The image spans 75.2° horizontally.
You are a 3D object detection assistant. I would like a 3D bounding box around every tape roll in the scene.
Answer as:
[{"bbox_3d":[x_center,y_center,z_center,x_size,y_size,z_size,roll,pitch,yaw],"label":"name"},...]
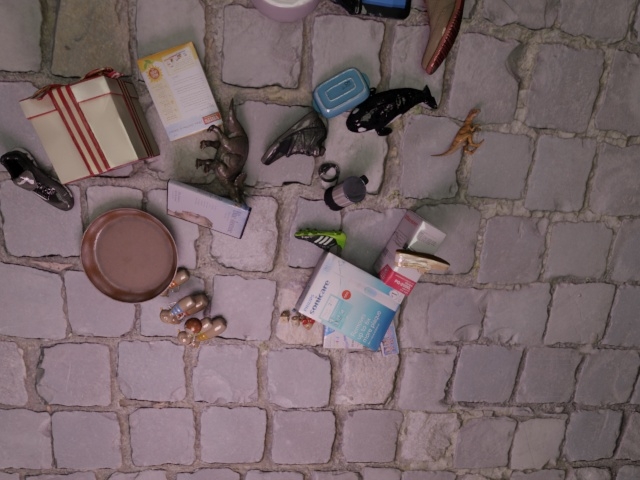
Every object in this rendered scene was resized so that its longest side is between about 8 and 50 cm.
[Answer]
[{"bbox_3d":[-0.095,-0.739,1.119,0.245,0.169,0.247,-1,105,-5],"label":"tape roll"}]

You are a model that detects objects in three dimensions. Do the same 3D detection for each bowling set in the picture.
[{"bbox_3d":[-0.450,0.254,1.353,0.154,0.200,0.287,-32,102,5],"label":"bowling set"}]

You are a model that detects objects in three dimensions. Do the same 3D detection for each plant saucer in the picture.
[{"bbox_3d":[-0.607,0.049,1.337,0.310,0.050,0.311,0,100,-2],"label":"plant saucer"}]

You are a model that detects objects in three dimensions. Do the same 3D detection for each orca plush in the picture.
[{"bbox_3d":[0.223,-0.399,1.279,0.286,0.102,0.151,-6,106,-4],"label":"orca plush"}]

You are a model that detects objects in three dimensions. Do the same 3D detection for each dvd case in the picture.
[{"bbox_3d":[-0.350,-0.091,1.290,0.252,0.022,0.180,19,147,-10],"label":"dvd case"}]

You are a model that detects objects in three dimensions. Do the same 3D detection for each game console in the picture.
[{"bbox_3d":[0.155,-0.790,1.135,0.173,0.250,0.294,9,106,20],"label":"game console"}]

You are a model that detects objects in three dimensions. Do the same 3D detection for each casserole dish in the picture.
[{"bbox_3d":[0.062,-0.454,1.265,0.188,0.037,0.114,-27,87,4],"label":"casserole dish"}]

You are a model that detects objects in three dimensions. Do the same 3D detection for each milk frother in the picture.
[{"bbox_3d":[0.063,-0.180,1.307,0.143,0.134,0.129,37,68,-17],"label":"milk frother"}]

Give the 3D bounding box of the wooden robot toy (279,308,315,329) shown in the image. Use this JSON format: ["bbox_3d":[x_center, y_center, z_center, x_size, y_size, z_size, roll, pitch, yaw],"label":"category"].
[{"bbox_3d":[-0.053,0.289,1.464,0.173,0.076,0.079,-7,117,-3],"label":"wooden robot toy"}]

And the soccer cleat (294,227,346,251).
[{"bbox_3d":[0.000,0.000,1.393,0.178,0.060,0.073,2,107,-9],"label":"soccer cleat"}]

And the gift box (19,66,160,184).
[{"bbox_3d":[-0.612,-0.320,1.137,0.254,0.276,0.258,-20,105,-5],"label":"gift box"}]

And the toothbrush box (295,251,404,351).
[{"bbox_3d":[0.094,0.198,1.385,0.295,0.126,0.217,29,84,-7],"label":"toothbrush box"}]

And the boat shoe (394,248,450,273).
[{"bbox_3d":[0.305,0.071,1.263,0.169,0.063,0.059,13,106,1],"label":"boat shoe"}]

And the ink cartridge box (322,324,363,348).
[{"bbox_3d":[0.100,0.327,1.491,0.181,0.061,0.105,3,105,-7],"label":"ink cartridge box"}]

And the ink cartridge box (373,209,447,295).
[{"bbox_3d":[0.289,0.035,1.370,0.100,0.172,0.237,28,101,-12],"label":"ink cartridge box"}]

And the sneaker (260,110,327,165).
[{"bbox_3d":[-0.071,-0.284,1.291,0.227,0.087,0.130,-38,99,0],"label":"sneaker"}]

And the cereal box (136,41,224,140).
[{"bbox_3d":[-0.411,-0.437,1.235,0.172,0.047,0.240,-18,107,-1],"label":"cereal box"}]

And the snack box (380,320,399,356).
[{"bbox_3d":[0.243,0.341,1.530,0.064,0.022,0.179,-13,106,-3],"label":"snack box"}]

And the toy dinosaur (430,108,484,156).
[{"bbox_3d":[0.460,-0.324,1.355,0.112,0.064,0.212,35,90,5],"label":"toy dinosaur"}]

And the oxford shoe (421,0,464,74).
[{"bbox_3d":[0.356,-0.676,1.229,0.130,0.123,0.349,23,105,16],"label":"oxford shoe"}]

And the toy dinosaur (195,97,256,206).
[{"bbox_3d":[-0.282,-0.266,1.273,0.160,0.121,0.314,3,96,-39],"label":"toy dinosaur"}]

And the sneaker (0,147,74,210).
[{"bbox_3d":[-0.848,-0.172,1.235,0.078,0.106,0.234,-39,106,7],"label":"sneaker"}]
